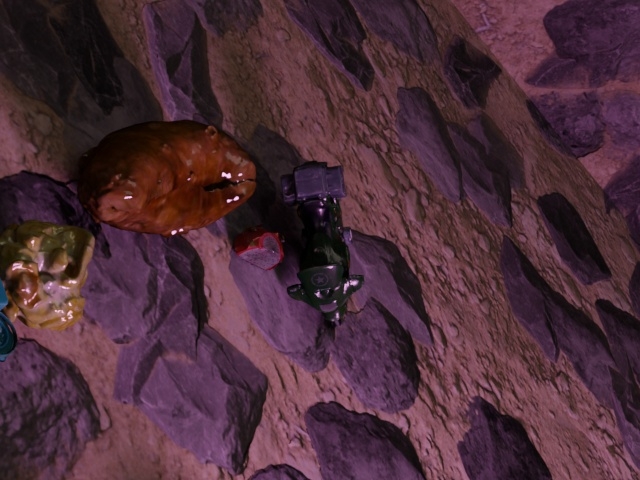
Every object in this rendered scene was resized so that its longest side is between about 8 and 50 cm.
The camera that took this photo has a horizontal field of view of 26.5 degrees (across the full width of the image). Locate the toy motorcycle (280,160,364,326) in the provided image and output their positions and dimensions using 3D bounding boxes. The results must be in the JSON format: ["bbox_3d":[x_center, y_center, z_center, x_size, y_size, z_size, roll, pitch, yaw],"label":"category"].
[{"bbox_3d":[0.000,0.000,2.183,0.187,0.124,0.275,42,38,-80],"label":"toy motorcycle"}]

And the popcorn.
[{"bbox_3d":[-0.349,0.043,1.667,0.135,0.162,0.141,32,-22,44],"label":"popcorn"}]

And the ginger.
[{"bbox_3d":[-0.236,-0.086,1.920,0.321,0.172,0.165,-15,113,-53],"label":"ginger"}]

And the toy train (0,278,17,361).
[{"bbox_3d":[-0.438,0.084,1.501,0.203,0.112,0.163,9,50,-55],"label":"toy train"}]

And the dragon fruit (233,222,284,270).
[{"bbox_3d":[-0.093,0.004,2.131,0.083,0.056,0.060,28,43,-39],"label":"dragon fruit"}]
